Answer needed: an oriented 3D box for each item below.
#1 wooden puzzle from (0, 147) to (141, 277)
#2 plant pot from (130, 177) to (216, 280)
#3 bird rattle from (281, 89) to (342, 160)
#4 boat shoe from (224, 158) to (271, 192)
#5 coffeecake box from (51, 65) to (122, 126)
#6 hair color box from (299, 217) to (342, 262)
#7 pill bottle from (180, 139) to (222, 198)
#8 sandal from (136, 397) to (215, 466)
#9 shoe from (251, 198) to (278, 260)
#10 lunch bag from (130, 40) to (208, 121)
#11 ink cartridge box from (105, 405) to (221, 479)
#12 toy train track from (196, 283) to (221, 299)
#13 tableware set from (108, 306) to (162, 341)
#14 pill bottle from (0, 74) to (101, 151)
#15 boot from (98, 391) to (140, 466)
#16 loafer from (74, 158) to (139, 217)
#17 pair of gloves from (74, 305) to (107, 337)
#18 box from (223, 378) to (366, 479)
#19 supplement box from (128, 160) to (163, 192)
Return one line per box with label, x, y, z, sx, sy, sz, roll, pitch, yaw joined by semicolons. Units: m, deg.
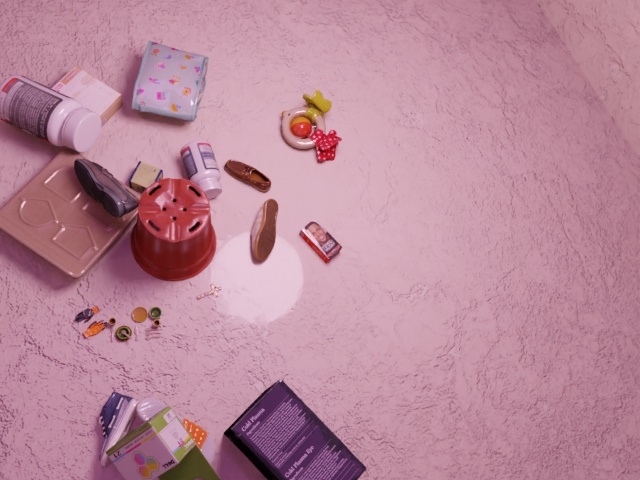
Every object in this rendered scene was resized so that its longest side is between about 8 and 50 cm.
wooden puzzle;-0.769;-0.084;1.743;0.322;0.080;0.348;34;59;1
plant pot;-0.444;-0.046;1.704;0.272;0.265;0.273;5;67;-13
bird rattle;-0.040;-0.407;2.061;0.206;0.143;0.254;-9;84;-6
boat shoe;-0.248;-0.235;1.944;0.178;0.060;0.064;30;65;-1
coffeecake box;-0.793;-0.480;1.895;0.185;0.068;0.142;32;65;0
hair color box;0.000;0.000;1.924;0.072;0.043;0.141;-41;82;-24
pill bottle;-0.396;-0.234;1.879;0.107;0.108;0.180;-15;73;-20
sandal;-0.411;0.548;1.580;0.265;0.076;0.102;39;37;5
shoe;-0.190;-0.034;1.887;0.076;0.058;0.219;27;65;-37
lunch bag;-0.519;-0.530;1.939;0.223;0.160;0.262;11;61;-11
ink cartridge box;-0.409;0.599;1.478;0.255;0.188;0.097;54;21;2
toy train track;-0.354;0.166;1.781;0.083;0.014;0.048;-23;76;-21
tableware set;-0.558;0.249;1.690;0.154;0.024;0.104;-2;69;-15
pill bottle;-0.859;-0.397;1.776;0.283;0.161;0.161;25;64;5
boot;-0.583;0.522;1.559;0.086;0.069;0.190;18;62;9
loafer;-0.653;-0.164;1.710;0.267;0.096;0.084;41;43;25
pair of gloves;-0.684;0.241;1.667;0.074;0.010;0.083;-30;78;-23
box;-0.085;0.562;1.511;0.312;0.343;0.179;44;67;5
supplement box;-0.575;-0.203;1.848;0.083;0.056;0.083;21;65;-5
